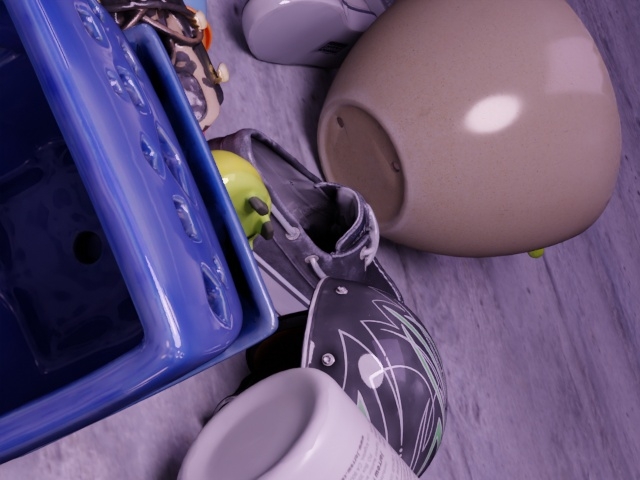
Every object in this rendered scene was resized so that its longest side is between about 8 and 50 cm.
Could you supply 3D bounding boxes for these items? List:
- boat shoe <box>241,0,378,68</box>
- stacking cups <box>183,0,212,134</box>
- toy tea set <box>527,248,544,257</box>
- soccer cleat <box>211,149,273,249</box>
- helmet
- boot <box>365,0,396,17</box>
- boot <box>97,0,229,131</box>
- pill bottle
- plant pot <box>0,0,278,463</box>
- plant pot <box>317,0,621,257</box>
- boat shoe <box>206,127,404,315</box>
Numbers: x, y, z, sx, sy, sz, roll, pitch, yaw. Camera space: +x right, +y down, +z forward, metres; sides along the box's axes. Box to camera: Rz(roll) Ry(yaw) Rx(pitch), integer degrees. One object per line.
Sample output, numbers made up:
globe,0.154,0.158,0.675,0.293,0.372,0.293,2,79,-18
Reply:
boat shoe,-0.013,-0.227,1.674,0.088,0.096,0.267,63,23,10
stacking cups,-0.127,-0.193,1.410,0.096,0.096,0.316,39,33,-42
toy tea set,0.199,-0.151,1.868,0.200,0.124,0.336,-75,152,-49
soccer cleat,-0.095,-0.024,1.198,0.121,0.093,0.289,62,-8,7
helmet,0.015,0.115,1.295,0.169,0.162,0.169,45,30,-35
boot,0.066,-0.311,1.936,0.123,0.095,0.258,-62,130,-68
boot,-0.128,-0.199,1.117,0.138,0.377,0.284,-31,113,-33
pill bottle,0.020,0.206,1.172,0.229,0.131,0.131,51,27,-24
plant pot,-0.169,0.002,0.976,0.236,0.236,0.212,67,18,9
plant pot,0.110,-0.101,1.630,0.191,0.284,0.284,-23,86,-32
boat shoe,0.000,0.000,1.454,0.301,0.102,0.108,40,33,-40
